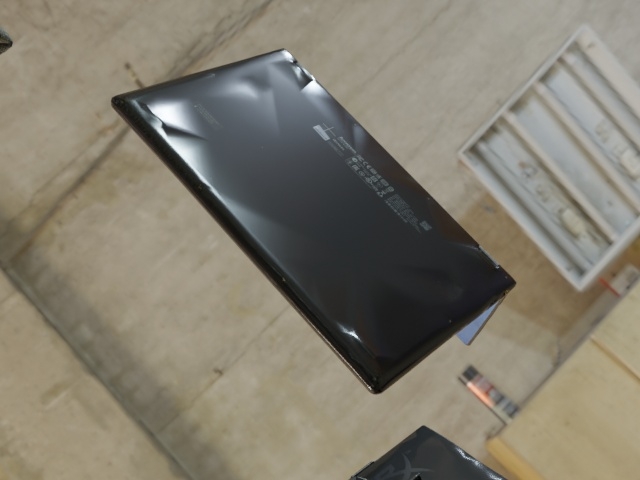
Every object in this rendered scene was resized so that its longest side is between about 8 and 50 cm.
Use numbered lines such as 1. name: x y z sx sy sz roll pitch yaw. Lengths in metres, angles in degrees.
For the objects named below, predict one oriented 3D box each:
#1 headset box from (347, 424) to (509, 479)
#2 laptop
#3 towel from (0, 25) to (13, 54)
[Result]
1. headset box: 0.056 0.321 0.794 0.218 0.110 0.293 -28 -51 -34
2. laptop: 0.000 0.000 1.045 0.408 0.382 0.236 -28 -21 -47
3. towel: -0.335 -0.191 0.420 0.056 0.312 0.324 -58 -5 0
